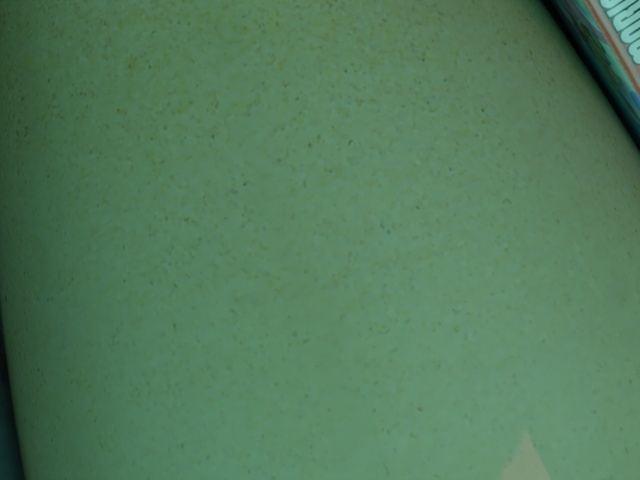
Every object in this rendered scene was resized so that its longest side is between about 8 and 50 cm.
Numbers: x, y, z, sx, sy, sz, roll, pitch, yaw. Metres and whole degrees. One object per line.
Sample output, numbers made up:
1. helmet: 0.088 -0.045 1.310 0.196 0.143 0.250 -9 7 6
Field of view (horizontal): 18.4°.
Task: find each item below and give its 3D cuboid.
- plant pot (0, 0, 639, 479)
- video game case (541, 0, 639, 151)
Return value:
1. plant pot: 0.000 0.000 0.631 0.256 0.256 0.274 -23 99 -26
2. video game case: 0.066 -0.110 0.652 0.025 0.204 0.285 -34 121 4
